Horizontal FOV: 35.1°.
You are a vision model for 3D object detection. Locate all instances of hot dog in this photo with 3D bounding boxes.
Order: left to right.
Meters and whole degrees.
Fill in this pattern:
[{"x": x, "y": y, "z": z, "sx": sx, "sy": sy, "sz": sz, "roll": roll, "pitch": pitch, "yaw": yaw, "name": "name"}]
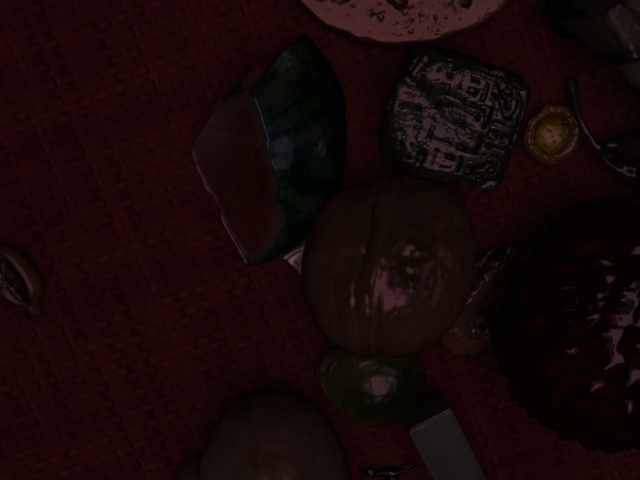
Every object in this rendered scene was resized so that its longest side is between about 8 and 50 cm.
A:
[{"x": -0.528, "y": 0.075, "z": 1.758, "sx": 0.090, "sy": 0.060, "sz": 0.140, "roll": -39, "pitch": 92, "yaw": 8, "name": "hot dog"}]

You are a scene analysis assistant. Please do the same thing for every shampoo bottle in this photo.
[{"x": 0.000, "y": 0.000, "z": 1.781, "sx": 0.141, "sy": 0.034, "sz": 0.049, "roll": -42, "pitch": 93, "yaw": 3, "name": "shampoo bottle"}]

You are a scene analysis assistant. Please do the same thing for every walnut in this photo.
[{"x": 0.112, "y": 0.039, "z": 1.664, "sx": 0.277, "sy": 0.252, "sz": 0.313, "roll": -7, "pitch": 70, "yaw": 36, "name": "walnut"}]

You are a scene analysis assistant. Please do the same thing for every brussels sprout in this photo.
[{"x": 0.093, "y": 0.247, "z": 1.773, "sx": 0.180, "sy": 0.144, "sz": 0.161, "roll": -10, "pitch": 121, "yaw": 22, "name": "brussels sprout"}]

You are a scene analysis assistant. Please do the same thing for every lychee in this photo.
[{"x": 0.505, "y": 0.123, "z": 1.625, "sx": 0.424, "sy": 0.424, "sz": 0.500, "roll": 46, "pitch": 125, "yaw": -9, "name": "lychee"}]

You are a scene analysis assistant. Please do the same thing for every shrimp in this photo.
[{"x": 0.300, "y": 0.111, "z": 1.804, "sx": 0.133, "sy": 0.053, "sz": 0.236, "roll": 28, "pitch": 100, "yaw": -5, "name": "shrimp"}]

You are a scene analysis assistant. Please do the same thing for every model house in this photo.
[{"x": 0.565, "y": -0.367, "z": 1.628, "sx": 0.284, "sy": 0.243, "sz": 0.298, "roll": 44, "pitch": 82, "yaw": -19, "name": "model house"}]

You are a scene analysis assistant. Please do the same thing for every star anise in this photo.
[{"x": 0.624, "y": -0.174, "z": 1.746, "sx": 0.316, "sy": 0.139, "sz": 0.359, "roll": -24, "pitch": 84, "yaw": -6, "name": "star anise"}]

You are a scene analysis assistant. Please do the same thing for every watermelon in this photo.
[{"x": -0.071, "y": -0.139, "z": 1.665, "sx": 0.319, "sy": 0.222, "sz": 0.292, "roll": -34, "pitch": 95, "yaw": 3, "name": "watermelon"}]

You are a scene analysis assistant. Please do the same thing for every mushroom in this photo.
[{"x": -0.101, "y": 0.416, "z": 1.759, "sx": 0.290, "sy": 0.297, "sz": 0.297, "roll": -25, "pitch": 102, "yaw": 39, "name": "mushroom"}]

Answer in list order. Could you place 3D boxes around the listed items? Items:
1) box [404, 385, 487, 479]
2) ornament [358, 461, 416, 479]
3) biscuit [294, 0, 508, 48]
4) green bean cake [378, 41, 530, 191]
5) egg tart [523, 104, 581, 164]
[{"x": 0.233, "y": 0.392, "z": 1.809, "sx": 0.086, "sy": 0.129, "sz": 0.225, "roll": -28, "pitch": 99, "yaw": 2, "name": "box"}, {"x": 0.120, "y": 0.448, "z": 1.865, "sx": 0.125, "sy": 0.028, "sz": 0.073, "roll": -8, "pitch": 99, "yaw": -3, "name": "ornament"}, {"x": 0.137, "y": -0.504, "z": 1.687, "sx": 0.385, "sy": 0.062, "sz": 0.365, "roll": 4, "pitch": 101, "yaw": -2, "name": "biscuit"}, {"x": 0.217, "y": -0.204, "z": 1.696, "sx": 0.227, "sy": 0.125, "sz": 0.223, "roll": 15, "pitch": 111, "yaw": -2, "name": "green bean cake"}, {"x": 0.403, "y": -0.186, "z": 1.765, "sx": 0.105, "sy": 0.039, "sz": 0.105, "roll": 0, "pitch": 99, "yaw": -2, "name": "egg tart"}]
